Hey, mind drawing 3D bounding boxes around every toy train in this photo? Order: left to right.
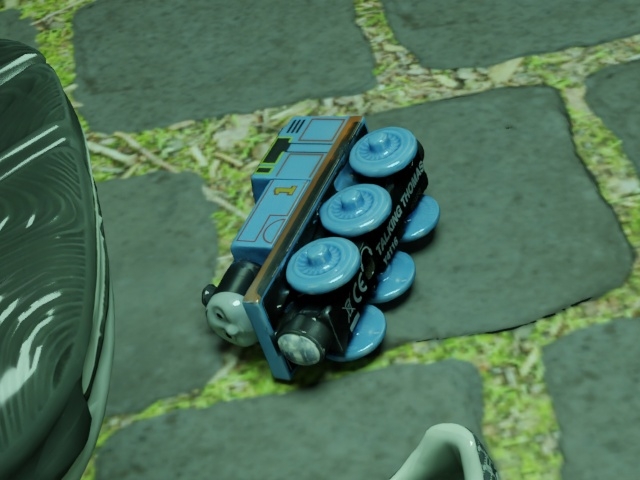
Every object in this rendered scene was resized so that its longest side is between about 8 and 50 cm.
[{"bbox_3d":[0.000,0.000,0.788,0.105,0.080,0.184,2,44,29],"label":"toy train"}]

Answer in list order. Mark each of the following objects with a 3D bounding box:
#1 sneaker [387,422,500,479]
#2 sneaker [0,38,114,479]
[{"bbox_3d":[-0.002,0.177,0.569,0.090,0.095,0.235,23,53,32],"label":"sneaker"},{"bbox_3d":[-0.156,0.048,0.610,0.169,0.257,0.447,-31,33,-11],"label":"sneaker"}]
